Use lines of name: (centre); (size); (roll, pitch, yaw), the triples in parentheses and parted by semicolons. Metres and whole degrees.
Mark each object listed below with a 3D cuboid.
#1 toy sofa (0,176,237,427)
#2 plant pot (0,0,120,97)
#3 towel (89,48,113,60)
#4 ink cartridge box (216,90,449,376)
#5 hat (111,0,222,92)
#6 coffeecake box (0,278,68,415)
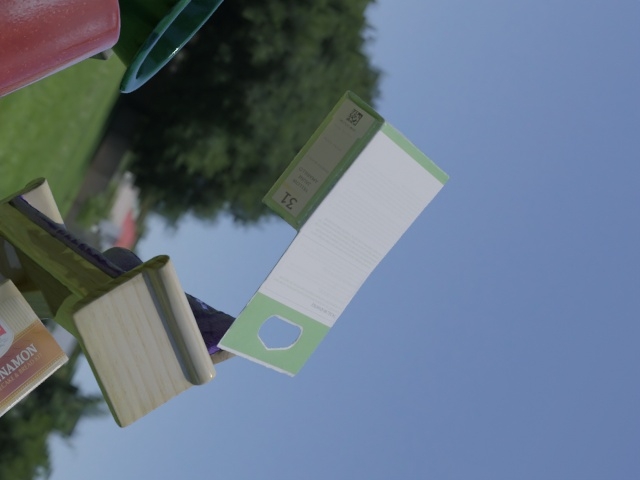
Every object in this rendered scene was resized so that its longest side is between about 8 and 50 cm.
toy sofa: (-0.237, 0.044, 1.684); (0.177, 0.150, 0.362); (-30, -151, -20)
plant pot: (-0.295, -0.187, 1.064); (0.265, 0.272, 0.272); (-22, 178, -14)
towel: (-0.410, -0.313, 1.729); (0.312, 0.324, 0.056); (6, -119, 43)
ink cartridge box: (0.000, 0.000, 1.359); (0.235, 0.056, 0.171); (-51, 153, 4)
hat: (-0.201, -0.256, 1.471); (0.208, 0.183, 0.173); (-48, 180, -7)
coffeecake box: (-0.270, 0.113, 1.002); (0.185, 0.068, 0.142); (-29, -171, 48)
